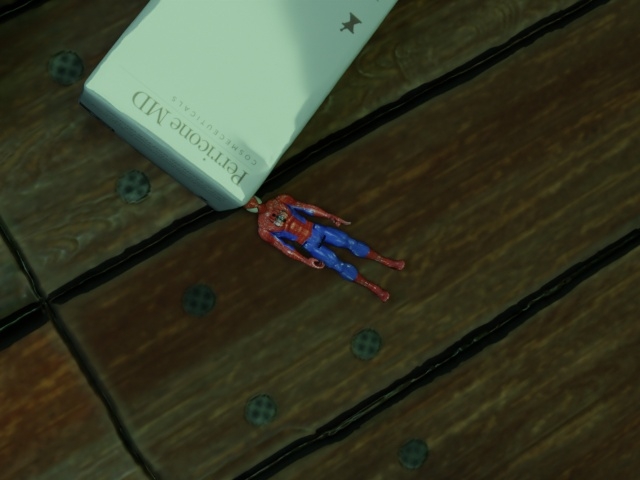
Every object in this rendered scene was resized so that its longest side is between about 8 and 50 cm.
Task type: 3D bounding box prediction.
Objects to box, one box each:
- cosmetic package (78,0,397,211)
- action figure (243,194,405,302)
[{"bbox_3d":[-0.031,-0.142,0.609,0.117,0.085,0.231,37,80,-13],"label":"cosmetic package"},{"bbox_3d":[0.000,0.000,0.650,0.115,0.030,0.038,28,89,-13],"label":"action figure"}]
